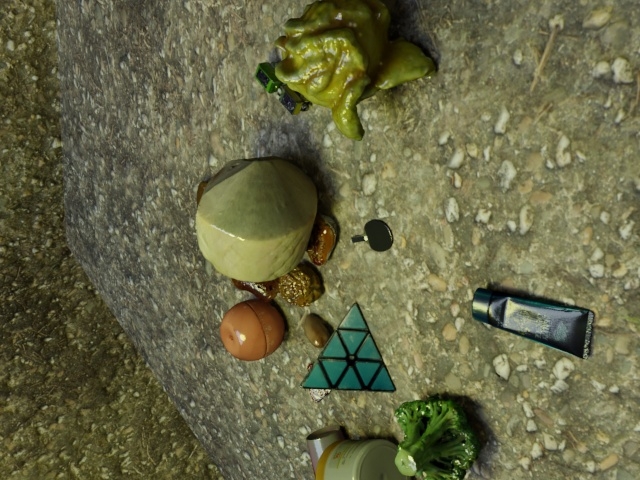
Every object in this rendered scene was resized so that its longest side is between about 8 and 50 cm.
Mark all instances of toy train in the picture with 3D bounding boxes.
[{"bbox_3d":[-0.110,-0.439,1.701,0.202,0.081,0.060,50,140,19],"label":"toy train"}]

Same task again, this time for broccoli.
[{"bbox_3d":[0.301,0.574,1.622,0.254,0.269,0.268,-28,88,38],"label":"broccoli"}]

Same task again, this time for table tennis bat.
[{"bbox_3d":[0.146,-0.010,1.688,0.158,0.014,0.095,-9,104,51],"label":"table tennis bat"}]

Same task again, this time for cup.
[{"bbox_3d":[0.056,0.840,2.161,0.203,0.203,0.288,-21,86,54],"label":"cup"}]

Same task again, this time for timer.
[{"bbox_3d":[-0.252,0.333,2.213,0.230,0.215,0.229,21,119,44],"label":"timer"}]

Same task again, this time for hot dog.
[{"bbox_3d":[0.000,0.000,1.841,0.108,0.059,0.191,46,142,31],"label":"hot dog"}]

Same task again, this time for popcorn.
[{"bbox_3d":[0.054,-0.399,1.363,0.321,0.290,0.325,15,102,49],"label":"popcorn"}]

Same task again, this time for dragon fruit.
[{"bbox_3d":[-0.011,0.515,2.165,0.097,0.063,0.131,-40,76,19],"label":"dragon fruit"}]

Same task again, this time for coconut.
[{"bbox_3d":[-0.190,-0.087,1.768,0.415,0.345,0.414,-175,90,-84],"label":"coconut"}]

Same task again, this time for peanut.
[{"bbox_3d":[-0.016,0.309,2.019,0.152,0.076,0.076,-125,32,-50],"label":"peanut"}]

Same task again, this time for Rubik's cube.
[{"bbox_3d":[0.076,0.378,1.887,0.229,0.229,0.233,48,-154,-45],"label":"Rubik's cube"}]

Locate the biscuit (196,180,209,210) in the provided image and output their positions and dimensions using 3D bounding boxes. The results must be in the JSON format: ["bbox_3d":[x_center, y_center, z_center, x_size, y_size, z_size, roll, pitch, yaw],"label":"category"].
[{"bbox_3d":[-0.417,-0.103,2.280,0.262,0.037,0.261,35,131,51],"label":"biscuit"}]

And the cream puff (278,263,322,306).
[{"bbox_3d":[-0.076,0.153,1.969,0.150,0.115,0.165,51,142,15],"label":"cream puff"}]

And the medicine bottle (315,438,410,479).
[{"bbox_3d":[0.141,0.783,1.963,0.232,0.238,0.237,-29,87,52],"label":"medicine bottle"}]

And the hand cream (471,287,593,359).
[{"bbox_3d":[0.483,0.180,1.360,0.271,0.061,0.120,14,116,37],"label":"hand cream"}]

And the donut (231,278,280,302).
[{"bbox_3d":[-0.225,0.133,2.109,0.187,0.126,0.144,36,156,-4],"label":"donut"}]
